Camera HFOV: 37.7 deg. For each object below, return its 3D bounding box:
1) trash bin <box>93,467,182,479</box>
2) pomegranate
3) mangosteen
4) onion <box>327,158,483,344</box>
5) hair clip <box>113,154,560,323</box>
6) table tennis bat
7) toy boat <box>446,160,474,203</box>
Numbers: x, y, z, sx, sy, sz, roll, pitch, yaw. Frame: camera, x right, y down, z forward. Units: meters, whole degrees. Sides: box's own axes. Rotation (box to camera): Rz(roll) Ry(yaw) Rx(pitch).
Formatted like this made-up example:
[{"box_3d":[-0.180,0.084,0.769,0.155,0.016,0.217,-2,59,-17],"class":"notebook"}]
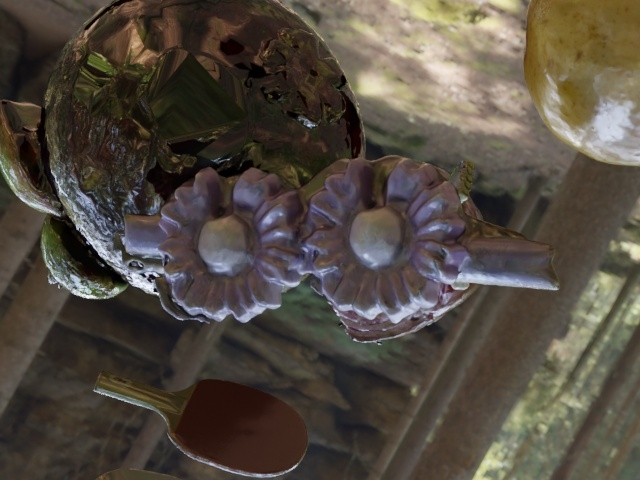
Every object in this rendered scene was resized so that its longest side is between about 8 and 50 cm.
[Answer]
[{"box_3d":[-0.201,0.417,1.082,0.219,0.220,0.250,34,-164,-53],"class":"trash bin"},{"box_3d":[0.392,-0.243,1.177,0.307,0.307,0.307,29,179,1],"class":"pomegranate"},{"box_3d":[-0.110,-0.073,0.819,0.311,0.311,0.311,29,179,1],"class":"mangosteen"},{"box_3d":[0.107,-0.009,1.201,0.206,0.216,0.207,-11,-160,21],"class":"onion"},{"box_3d":[0.000,0.000,0.591,0.292,0.106,0.084,0,180,12],"class":"hair clip"},{"box_3d":[-0.084,0.124,0.664,0.156,0.013,0.087,18,-150,1],"class":"table tennis bat"},{"box_3d":[0.113,-0.025,0.928,0.016,0.115,0.063,31,-141,-7],"class":"toy boat"}]
